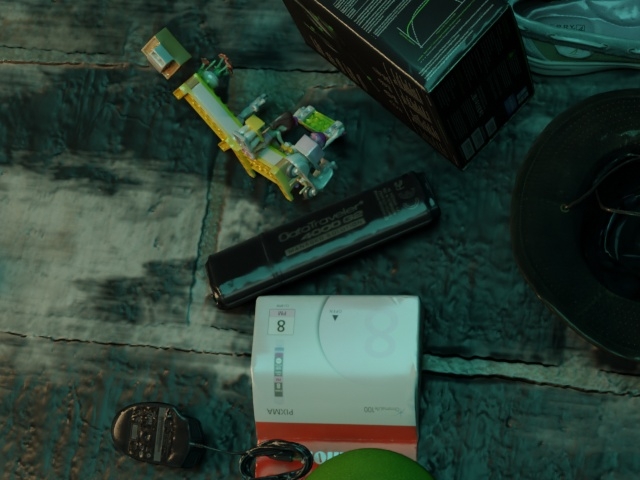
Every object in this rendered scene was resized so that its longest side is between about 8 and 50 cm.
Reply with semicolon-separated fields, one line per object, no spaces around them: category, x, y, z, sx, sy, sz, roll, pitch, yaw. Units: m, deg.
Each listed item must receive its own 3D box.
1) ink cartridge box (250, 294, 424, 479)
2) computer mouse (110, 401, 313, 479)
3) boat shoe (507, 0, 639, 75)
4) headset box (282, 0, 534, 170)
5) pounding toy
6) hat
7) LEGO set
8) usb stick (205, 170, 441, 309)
ink cartridge box;0.017;0.176;1.866;0.189;0.066;0.232;0;69;13
computer mouse;-0.120;0.225;1.879;0.242;0.041;0.071;11;93;18
boat shoe;0.368;-0.254;1.899;0.320;0.103;0.118;-3;72;12
headset box;0.080;-0.244;1.887;0.283;0.246;0.131;41;85;22
pounding toy;0.052;0.329;1.766;0.183;0.110;0.237;-18;76;6
hat;0.348;0.005;1.805;0.331;0.134;0.331;-1;58;2
LEGO set;-0.073;-0.156;1.963;0.107;0.132;0.287;-42;62;-12
usb stick;0.000;0.000;1.930;0.278;0.045;0.077;-23;53;5
